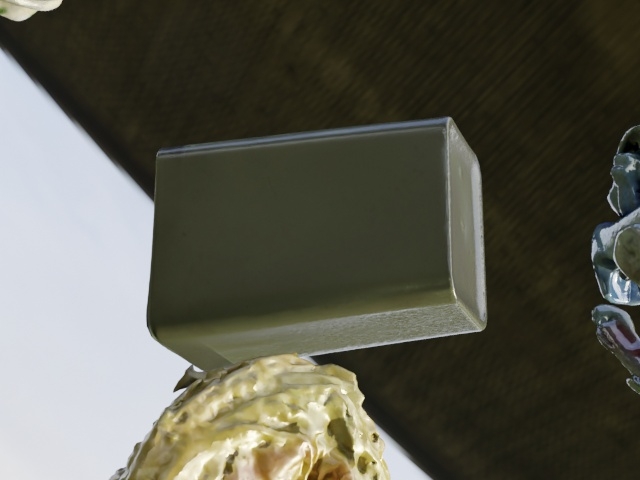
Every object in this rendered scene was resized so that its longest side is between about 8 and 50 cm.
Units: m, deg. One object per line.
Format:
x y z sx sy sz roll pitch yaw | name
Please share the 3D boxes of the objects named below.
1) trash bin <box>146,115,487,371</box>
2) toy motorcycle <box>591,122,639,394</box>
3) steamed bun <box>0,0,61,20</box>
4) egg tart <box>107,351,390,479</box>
0.000 0.000 1.124 0.240 0.164 0.122 -9 -23 18 | trash bin
0.359 0.040 1.467 0.182 0.241 0.319 28 16 -34 | toy motorcycle
-0.351 -0.332 1.645 0.106 0.183 0.183 32 -31 37 | steamed bun
-0.087 0.268 0.991 0.153 0.339 0.351 14 -46 44 | egg tart
